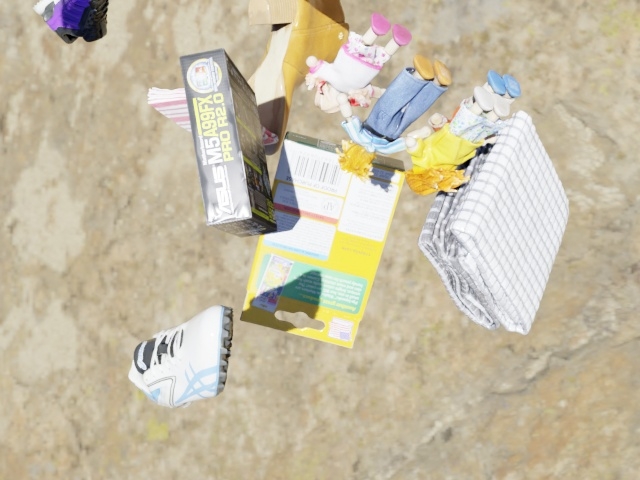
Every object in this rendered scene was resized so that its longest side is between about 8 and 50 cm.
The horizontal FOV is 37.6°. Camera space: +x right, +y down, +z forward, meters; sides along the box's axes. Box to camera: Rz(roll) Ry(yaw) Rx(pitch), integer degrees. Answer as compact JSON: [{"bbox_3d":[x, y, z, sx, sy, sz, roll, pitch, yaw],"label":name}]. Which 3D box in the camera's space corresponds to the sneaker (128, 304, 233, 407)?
[{"bbox_3d":[-0.145,0.123,0.972,0.237,0.086,0.085,135,144,-59],"label":"sneaker"}]

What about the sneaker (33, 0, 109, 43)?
[{"bbox_3d":[-0.520,-0.534,2.136,0.293,0.102,0.146,-18,109,44],"label":"sneaker"}]

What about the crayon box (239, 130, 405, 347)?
[{"bbox_3d":[0.000,0.000,1.576,0.083,0.203,0.322,-85,11,-72],"label":"crayon box"}]

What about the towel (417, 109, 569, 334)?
[{"bbox_3d":[0.258,-0.023,1.405,0.121,0.283,0.235,9,62,38],"label":"towel"}]

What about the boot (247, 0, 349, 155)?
[{"bbox_3d":[-0.032,-0.309,1.679,0.104,0.211,0.295,16,114,40],"label":"boot"}]

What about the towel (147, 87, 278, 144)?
[{"bbox_3d":[-0.179,-0.208,1.588,0.144,0.197,0.029,1,69,37],"label":"towel"}]

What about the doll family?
[{"bbox_3d":[0.102,-0.129,1.064,0.163,0.263,0.118,-47,34,38],"label":"doll family"}]

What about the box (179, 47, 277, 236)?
[{"bbox_3d":[-0.118,-0.120,1.269,0.060,0.270,0.216,-9,87,4],"label":"box"}]
